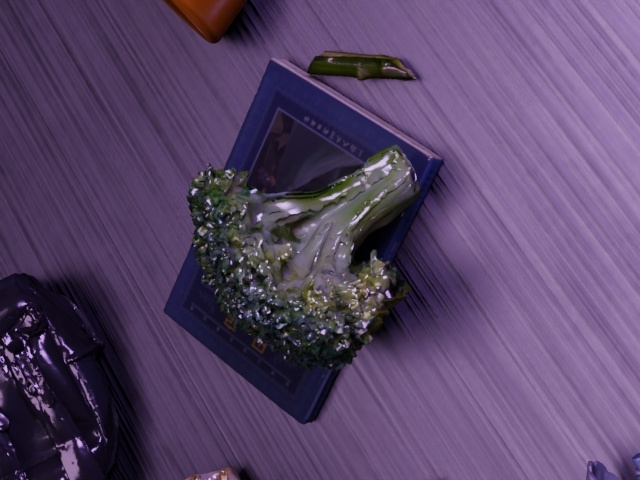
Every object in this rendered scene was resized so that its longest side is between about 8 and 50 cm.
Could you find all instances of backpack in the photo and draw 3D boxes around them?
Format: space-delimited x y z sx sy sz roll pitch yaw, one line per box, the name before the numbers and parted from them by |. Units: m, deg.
backpack | -0.300 0.161 1.166 0.206 0.133 0.258 -30 80 -5

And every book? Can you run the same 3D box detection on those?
book | -0.025 0.000 1.050 0.191 0.025 0.269 36 111 29

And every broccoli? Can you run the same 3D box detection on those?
broccoli | 0.000 0.000 0.938 0.194 0.194 0.220 -62 38 20

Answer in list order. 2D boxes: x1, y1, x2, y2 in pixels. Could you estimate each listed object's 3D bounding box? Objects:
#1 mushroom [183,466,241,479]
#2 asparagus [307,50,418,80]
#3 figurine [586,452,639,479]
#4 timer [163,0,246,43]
mushroom | -0.031 0.332 0.995 0.123 0.095 0.351 -51 50 5
asparagus | 0.036 -0.147 1.004 0.108 0.025 0.021 10 117 32
figurine | 0.229 0.184 0.833 0.082 0.094 0.086 -27 69 21
timer | -0.089 -0.273 1.050 0.152 0.132 0.132 -46 64 0
